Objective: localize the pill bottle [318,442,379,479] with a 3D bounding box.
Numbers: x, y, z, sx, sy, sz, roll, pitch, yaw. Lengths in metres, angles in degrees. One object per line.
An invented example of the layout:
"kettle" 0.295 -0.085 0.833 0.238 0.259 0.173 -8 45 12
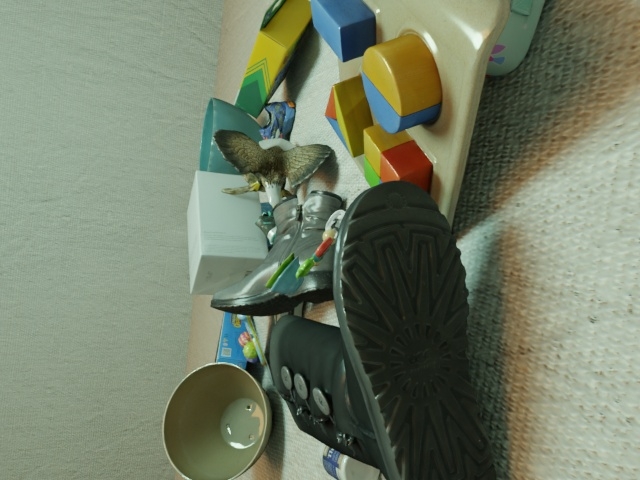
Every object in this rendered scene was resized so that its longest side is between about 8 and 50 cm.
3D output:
"pill bottle" 0.041 0.360 0.755 0.120 0.066 0.067 155 118 -65

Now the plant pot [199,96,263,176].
"plant pot" -0.290 -0.315 1.551 0.290 0.195 0.291 -175 90 -68

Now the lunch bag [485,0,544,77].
"lunch bag" 0.175 -0.337 0.530 0.224 0.107 0.280 -136 54 -64

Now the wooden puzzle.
"wooden puzzle" 0.069 -0.184 0.574 0.348 0.080 0.322 87 160 -54

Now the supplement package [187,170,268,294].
"supplement package" -0.258 -0.020 1.246 0.178 0.175 0.293 119 146 -45

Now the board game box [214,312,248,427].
"board game box" -0.297 0.407 1.474 0.308 0.086 0.302 -104 27 -65

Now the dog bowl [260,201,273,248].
"dog bowl" -0.205 0.014 1.431 0.166 0.073 0.298 -116 39 -53

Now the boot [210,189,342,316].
"boot" -0.089 0.034 0.980 0.337 0.118 0.223 -15 65 27

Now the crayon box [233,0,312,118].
"crayon box" -0.116 -0.500 1.213 0.323 0.083 0.203 -47 15 57

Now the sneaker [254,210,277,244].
"sneaker" -0.108 -0.047 1.131 0.065 0.076 0.166 -51 -3 16

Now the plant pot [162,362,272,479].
"plant pot" -0.244 0.483 1.225 0.191 0.283 0.285 57 -155 -64

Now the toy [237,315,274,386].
"toy" -0.192 0.276 1.253 0.137 0.056 0.238 -136 32 -63

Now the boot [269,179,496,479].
"boot" 0.031 0.140 0.669 0.445 0.146 0.368 161 102 -71

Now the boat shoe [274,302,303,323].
"boat shoe" -0.075 0.129 1.081 0.070 0.077 0.220 -133 50 -60

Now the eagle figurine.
"eagle figurine" -0.112 -0.174 1.079 0.225 0.226 0.298 51 164 9

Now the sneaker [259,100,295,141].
"sneaker" -0.136 -0.290 1.311 0.083 0.086 0.222 -145 62 -66

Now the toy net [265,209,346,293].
"toy net" 0.000 0.000 0.779 0.232 0.045 0.122 -48 -6 -39
